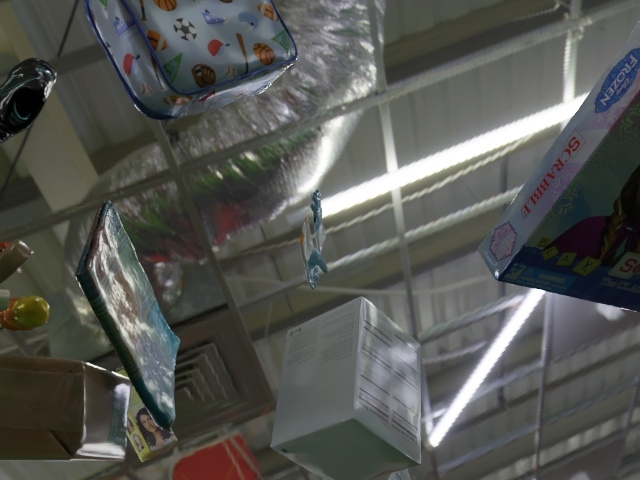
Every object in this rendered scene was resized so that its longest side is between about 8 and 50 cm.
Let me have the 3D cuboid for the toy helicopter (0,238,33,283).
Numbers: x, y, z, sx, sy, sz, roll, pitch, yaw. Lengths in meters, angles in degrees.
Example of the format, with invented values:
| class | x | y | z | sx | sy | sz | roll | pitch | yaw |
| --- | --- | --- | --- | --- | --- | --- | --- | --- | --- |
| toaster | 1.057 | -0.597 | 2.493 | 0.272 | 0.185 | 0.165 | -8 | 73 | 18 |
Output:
| class | x | y | z | sx | sy | sz | roll | pitch | yaw |
| --- | --- | --- | --- | --- | --- | --- | --- | --- | --- |
| toy helicopter | -0.600 | 0.069 | 1.347 | 0.355 | 0.235 | 0.140 | -24 | -67 | 42 |

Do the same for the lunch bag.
| class | x | y | z | sx | sy | sz | roll | pitch | yaw |
| --- | --- | --- | --- | --- | --- | --- | --- | --- | --- |
| lunch bag | -0.187 | -0.325 | 1.142 | 0.303 | 0.243 | 0.115 | -30 | 0 | -45 |

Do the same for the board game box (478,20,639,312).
| class | x | y | z | sx | sy | sz | roll | pitch | yaw |
| --- | --- | --- | --- | --- | --- | --- | --- | --- | --- |
| board game box | 0.402 | -0.056 | 0.887 | 0.318 | 0.066 | 0.318 | 12 | -54 | -24 |

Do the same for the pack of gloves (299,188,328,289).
| class | x | y | z | sx | sy | sz | roll | pitch | yaw |
| --- | --- | --- | --- | --- | --- | --- | --- | --- | --- |
| pack of gloves | 0.000 | 0.000 | 1.893 | 0.046 | 0.195 | 0.232 | 6 | -35 | 12 |

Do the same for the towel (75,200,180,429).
| class | x | y | z | sx | sy | sz | roll | pitch | yaw |
| --- | --- | --- | --- | --- | --- | --- | --- | --- | --- |
| towel | -0.348 | 0.139 | 1.413 | 0.040 | 0.271 | 0.370 | -16 | -59 | 2 |

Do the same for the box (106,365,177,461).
| class | x | y | z | sx | sy | sz | roll | pitch | yaw |
| --- | --- | --- | --- | --- | --- | --- | --- | --- | --- |
| box | -0.446 | 0.414 | 1.839 | 0.087 | 0.232 | 0.058 | -13 | -28 | -51 |

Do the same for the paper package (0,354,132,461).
| class | x | y | z | sx | sy | sz | roll | pitch | yaw |
| --- | --- | --- | --- | --- | --- | --- | --- | --- | --- |
| paper package | -0.519 | 0.303 | 1.329 | 0.309 | 0.168 | 0.325 | 3 | -17 | 2 |

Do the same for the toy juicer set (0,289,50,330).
| class | x | y | z | sx | sy | sz | roll | pitch | yaw |
| --- | --- | --- | --- | --- | --- | --- | --- | --- | --- |
| toy juicer set | -0.512 | 0.118 | 1.101 | 0.209 | 0.090 | 0.329 | 4 | -9 | -10 |

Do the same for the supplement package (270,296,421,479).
| class | x | y | z | sx | sy | sz | roll | pitch | yaw |
| --- | --- | --- | --- | --- | --- | --- | --- | --- | --- |
| supplement package | 0.057 | 0.291 | 1.433 | 0.199 | 0.263 | 0.198 | -28 | -53 | 32 |

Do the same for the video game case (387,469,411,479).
| class | x | y | z | sx | sy | sz | roll | pitch | yaw |
| --- | --- | --- | --- | --- | --- | --- | --- | --- | --- |
| video game case | 0.185 | 0.602 | 1.643 | 0.022 | 0.190 | 0.173 | -8 | -33 | -13 |

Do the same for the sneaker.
| class | x | y | z | sx | sy | sz | roll | pitch | yaw |
| --- | --- | --- | --- | --- | --- | --- | --- | --- | --- |
| sneaker | -0.628 | -0.247 | 1.478 | 0.267 | 0.106 | 0.101 | -41 | -47 | 14 |
